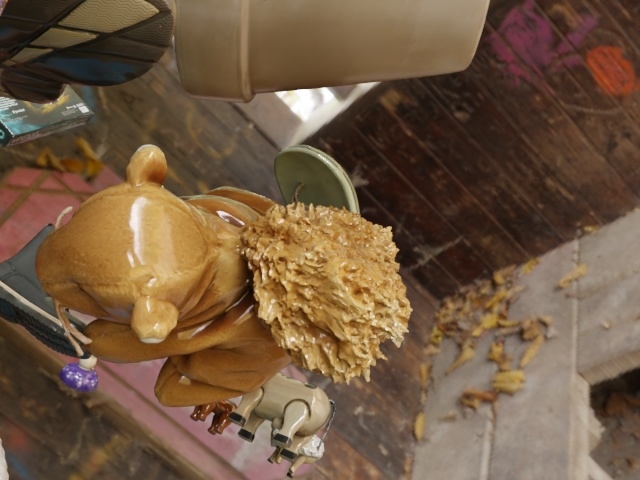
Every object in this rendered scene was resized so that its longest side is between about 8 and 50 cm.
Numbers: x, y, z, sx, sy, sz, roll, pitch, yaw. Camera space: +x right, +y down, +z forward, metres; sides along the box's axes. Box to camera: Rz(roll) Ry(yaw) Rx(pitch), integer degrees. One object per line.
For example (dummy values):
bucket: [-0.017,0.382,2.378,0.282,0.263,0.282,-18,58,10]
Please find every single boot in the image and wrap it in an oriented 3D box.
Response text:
boot: [-0.327,0.053,1.037,0.137,0.198,0.077,-49,-25,-31]

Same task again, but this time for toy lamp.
toy lamp: [-0.367,0.127,1.425,0.275,0.080,0.080,-62,16,9]

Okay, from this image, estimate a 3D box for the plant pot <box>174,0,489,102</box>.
plant pot: [0.024,-0.285,0.823,0.323,0.280,0.323,8,-90,-89]

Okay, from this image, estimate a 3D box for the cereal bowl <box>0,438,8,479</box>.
cereal bowl: [-0.358,0.165,0.530,0.141,0.339,0.339,-42,17,36]

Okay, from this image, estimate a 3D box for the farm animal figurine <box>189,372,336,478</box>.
farm animal figurine: [-0.116,0.267,1.530,0.172,0.326,0.330,-56,-11,-28]

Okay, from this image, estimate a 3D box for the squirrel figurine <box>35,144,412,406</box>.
squirrel figurine: [-0.098,0.028,0.907,0.397,0.370,0.281,-3,74,12]

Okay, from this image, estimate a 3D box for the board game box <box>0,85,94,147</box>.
board game box: [-0.402,-0.196,1.108,0.026,0.126,0.186,-41,1,24]

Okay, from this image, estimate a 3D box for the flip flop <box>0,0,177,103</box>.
flip flop: [-0.195,-0.155,0.585,0.277,0.112,0.080,-2,75,55]

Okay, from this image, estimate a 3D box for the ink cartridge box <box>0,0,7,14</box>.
ink cartridge box: [-0.175,-0.137,0.410,0.063,0.115,0.029,-95,6,-49]

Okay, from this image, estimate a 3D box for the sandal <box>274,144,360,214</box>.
sandal: [0.002,0.001,1.233,0.120,0.303,0.086,-17,-2,33]
